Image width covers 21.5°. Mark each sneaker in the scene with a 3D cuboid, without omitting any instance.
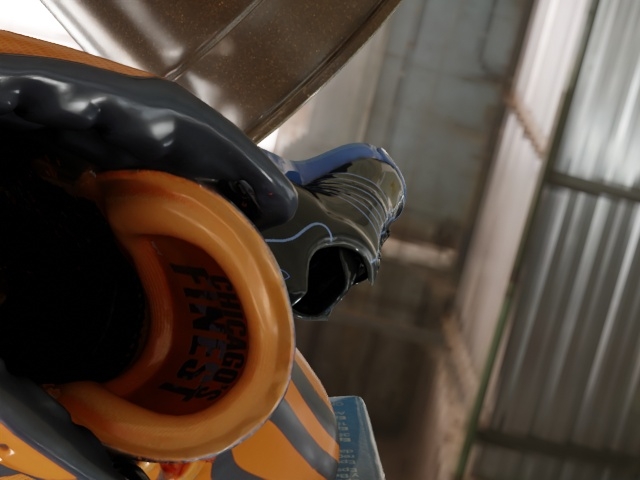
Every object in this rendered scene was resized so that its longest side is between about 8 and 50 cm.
[{"bbox_3d":[0.000,0.000,0.963,0.090,0.081,0.232,56,-156,13],"label":"sneaker"},{"bbox_3d":[-0.059,0.040,0.464,0.180,0.124,0.321,11,165,41],"label":"sneaker"}]

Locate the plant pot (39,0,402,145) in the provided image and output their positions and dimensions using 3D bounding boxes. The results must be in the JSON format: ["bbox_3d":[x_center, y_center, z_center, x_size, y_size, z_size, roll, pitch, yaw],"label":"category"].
[{"bbox_3d":[-0.061,-0.141,0.706,0.165,0.167,0.167,44,-172,-17],"label":"plant pot"}]

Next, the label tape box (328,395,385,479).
[{"bbox_3d":[-0.087,0.175,0.708,0.249,0.115,0.347,-4,-165,-3],"label":"label tape box"}]
